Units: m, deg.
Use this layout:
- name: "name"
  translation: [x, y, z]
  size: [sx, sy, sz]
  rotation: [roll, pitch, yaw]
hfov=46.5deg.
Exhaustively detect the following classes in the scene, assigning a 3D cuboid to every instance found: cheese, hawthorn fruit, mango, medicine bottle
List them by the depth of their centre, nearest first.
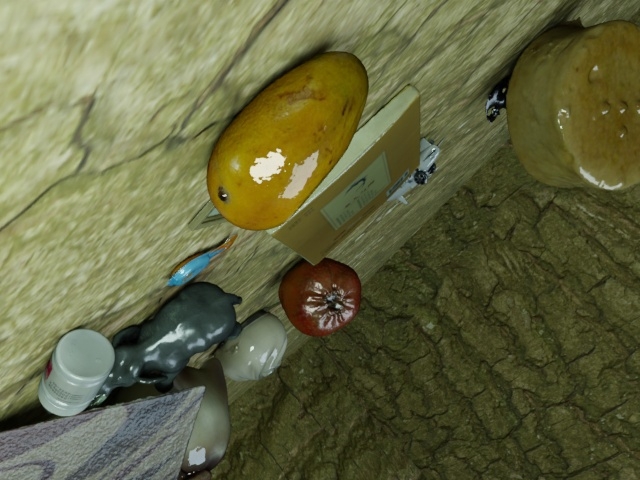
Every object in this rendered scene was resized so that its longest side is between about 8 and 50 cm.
- name: "mango"
  translation: [-0.024, -0.080, 0.600]
  size: [0.165, 0.089, 0.115]
  rotation: [-48, 172, 17]
- name: "medicine bottle"
  translation: [-0.249, 0.135, 0.756]
  size: [0.058, 0.058, 0.091]
  rotation: [-34, 168, -45]
- name: "cheese"
  translation: [-0.136, 0.023, 0.861]
  size: [0.111, 0.017, 0.047]
  rotation: [-35, 172, -43]
- name: "hawthorn fruit"
  translation: [-0.028, 0.115, 1.511]
  size: [0.165, 0.165, 0.285]
  rotation: [-39, -172, -23]

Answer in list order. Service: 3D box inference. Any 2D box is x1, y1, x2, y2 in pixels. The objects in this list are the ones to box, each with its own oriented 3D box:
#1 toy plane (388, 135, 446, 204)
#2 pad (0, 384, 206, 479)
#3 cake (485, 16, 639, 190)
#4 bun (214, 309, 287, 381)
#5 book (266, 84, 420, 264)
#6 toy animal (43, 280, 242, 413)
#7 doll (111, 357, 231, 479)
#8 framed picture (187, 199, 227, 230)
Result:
- name: "toy plane"
  translation: [0.173, -0.127, 1.410]
  size: [0.171, 0.065, 0.162]
  rotation: [-55, 177, 40]
- name: "pad"
  translation: [-0.291, 0.290, 0.882]
  size: [0.330, 0.004, 0.220]
  rotation: [-5, 120, -46]
- name: "cake"
  translation: [0.476, -0.262, 1.473]
  size: [0.332, 0.332, 0.321]
  rotation: [-40, -158, -16]
- name: "bun"
  translation: [-0.143, 0.244, 1.642]
  size: [0.173, 0.120, 0.173]
  rotation: [-40, 174, -5]
- name: "book"
  translation: [0.051, -0.076, 1.126]
  size: [0.269, 0.032, 0.389]
  rotation: [-43, 169, -1]
- name: "toy animal"
  translation: [-0.208, 0.140, 0.920]
  size: [0.269, 0.082, 0.137]
  rotation: [-33, 166, -21]
- name: "doll"
  translation: [-0.288, 0.353, 1.154]
  size: [0.370, 0.226, 0.215]
  rotation: [-42, 152, 10]
- name: "framed picture"
  translation: [-0.040, -0.089, 0.761]
  size: [0.201, 0.010, 0.136]
  rotation: [-46, 171, 21]
